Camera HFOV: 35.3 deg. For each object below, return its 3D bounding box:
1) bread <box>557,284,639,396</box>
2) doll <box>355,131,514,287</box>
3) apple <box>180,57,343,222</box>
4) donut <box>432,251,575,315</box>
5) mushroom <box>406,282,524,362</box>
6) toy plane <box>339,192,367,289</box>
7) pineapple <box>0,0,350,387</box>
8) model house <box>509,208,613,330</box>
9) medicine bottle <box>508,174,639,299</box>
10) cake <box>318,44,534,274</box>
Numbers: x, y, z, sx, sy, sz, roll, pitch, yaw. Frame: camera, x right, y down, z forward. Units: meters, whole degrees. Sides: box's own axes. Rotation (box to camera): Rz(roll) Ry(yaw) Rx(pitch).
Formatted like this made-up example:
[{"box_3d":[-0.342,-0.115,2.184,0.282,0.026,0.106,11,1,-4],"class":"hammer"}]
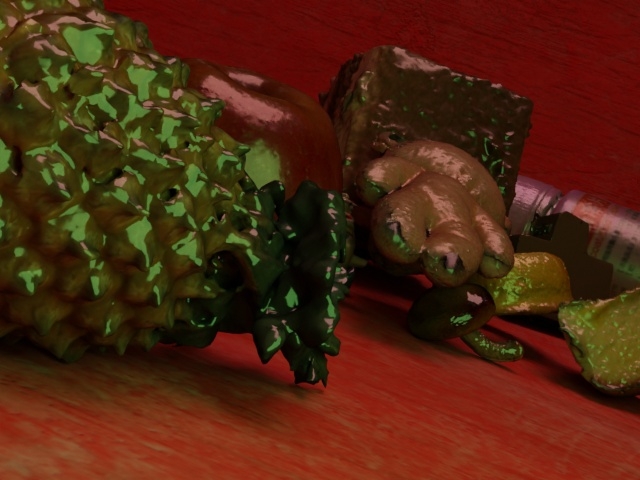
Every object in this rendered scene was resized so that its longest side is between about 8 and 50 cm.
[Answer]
[{"box_3d":[0.364,0.096,1.113,0.169,0.160,0.140,8,56,-59],"class":"bread"},{"box_3d":[0.106,-0.006,1.100,0.201,0.156,0.303,37,26,0],"class":"doll"},{"box_3d":[-0.087,-0.050,0.904,0.218,0.201,0.218,21,14,-6],"class":"apple"},{"box_3d":[0.223,0.055,1.244,0.174,0.075,0.190,-3,-2,-10],"class":"donut"},{"box_3d":[0.160,0.083,1.069,0.129,0.073,0.088,21,11,0],"class":"mushroom"},{"box_3d":[0.000,0.000,1.196,0.092,0.108,0.286,18,-5,-7],"class":"toy plane"},{"box_3d":[-0.099,-0.008,0.619,0.357,0.223,0.223,29,2,-28],"class":"pineapple"},{"box_3d":[0.317,0.047,1.565,0.180,0.176,0.248,17,-9,-16],"class":"model house"},{"box_3d":[0.476,0.031,1.779,0.388,0.219,0.219,24,8,21],"class":"medicine bottle"},{"box_3d":[0.111,-0.107,1.405,0.281,0.256,0.290,19,-17,-12],"class":"cake"}]
